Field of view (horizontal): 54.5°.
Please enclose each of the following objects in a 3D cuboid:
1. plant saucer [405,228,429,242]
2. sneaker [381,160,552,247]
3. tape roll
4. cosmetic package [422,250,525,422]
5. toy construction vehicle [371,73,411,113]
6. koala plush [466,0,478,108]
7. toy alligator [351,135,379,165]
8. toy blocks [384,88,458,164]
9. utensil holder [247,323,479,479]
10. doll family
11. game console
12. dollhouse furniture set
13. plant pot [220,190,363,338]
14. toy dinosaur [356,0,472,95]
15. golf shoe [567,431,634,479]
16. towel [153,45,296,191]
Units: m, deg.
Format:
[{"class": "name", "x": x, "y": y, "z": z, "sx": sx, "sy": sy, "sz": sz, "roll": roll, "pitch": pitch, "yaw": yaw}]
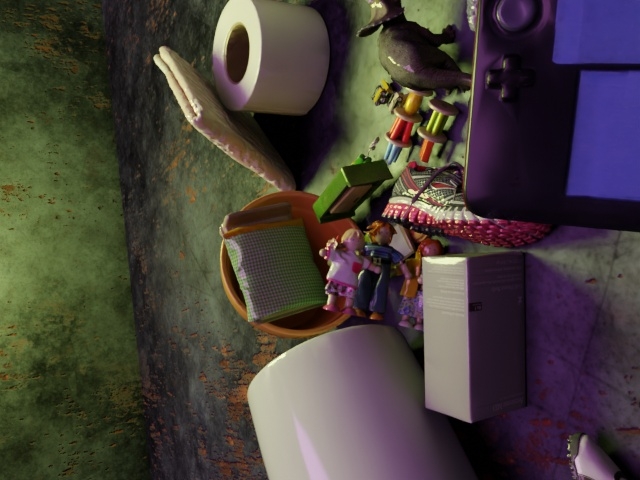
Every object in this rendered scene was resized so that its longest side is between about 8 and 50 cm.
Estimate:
[{"class": "plant saucer", "x": 0.169, "y": -0.038, "z": 1.111, "sx": 0.083, "sy": 0.013, "sz": 0.083, "roll": 9, "pitch": 101, "yaw": 57}, {"class": "sneaker", "x": 0.214, "y": -0.063, "z": 0.950, "sx": 0.299, "sy": 0.121, "sz": 0.112, "roll": 15, "pitch": 84, "yaw": 51}, {"class": "tape roll", "x": -0.114, "y": -0.404, "z": 1.375, "sx": 0.246, "sy": 0.169, "sz": 0.246, "roll": 9, "pitch": 101, "yaw": 56}, {"class": "cosmetic package", "x": 0.230, "y": 0.138, "z": 0.930, "sx": 0.107, "sy": 0.127, "sz": 0.237, "roll": -3, "pitch": 91, "yaw": 57}, {"class": "toy construction vehicle", "x": 0.139, "y": -0.274, "z": 1.127, "sx": 0.098, "sy": 0.035, "sz": 0.086, "roll": -63, "pitch": 32, "yaw": 34}, {"class": "koala plush", "x": 0.266, "y": -0.190, "z": 0.766, "sx": 0.203, "sy": 0.196, "sz": 0.221, "roll": 15, "pitch": 93, "yaw": 18}, {"class": "toy alligator", "x": 0.078, "y": -0.129, "z": 1.216, "sx": 0.051, "sy": 0.056, "sz": 0.190, "roll": 39, "pitch": 138, "yaw": -5}, {"class": "toy blocks", "x": 0.164, "y": -0.181, "z": 1.071, "sx": 0.123, "sy": 0.054, "sz": 0.148, "roll": 51, "pitch": 135, "yaw": 40}, {"class": "utensil holder", "x": 0.080, "y": 0.377, "z": 1.012, "sx": 0.327, "sy": 0.328, "sz": 0.385, "roll": -58, "pitch": 44, "yaw": 42}, {"class": "doll family", "x": 0.121, "y": 0.055, "z": 1.035, "sx": 0.118, "sy": 0.263, "sz": 0.163, "roll": 147, "pitch": 136, "yaw": -84}, {"class": "game console", "x": 0.346, "y": -0.174, "z": 0.607, "sx": 0.387, "sy": 0.060, "sz": 0.341, "roll": 7, "pitch": 99, "yaw": 22}, {"class": "dollhouse furniture set", "x": 0.000, "y": 0.000, "z": 1.084, "sx": 0.151, "sy": 0.302, "sz": 0.197, "roll": -45, "pitch": 64, "yaw": 55}, {"class": "plant pot", "x": -0.067, "y": 0.070, "z": 1.267, "sx": 0.203, "sy": 0.291, "sz": 0.290, "roll": 126, "pitch": 133, "yaw": -65}, {"class": "toy dinosaur", "x": 0.149, "y": -0.283, "z": 0.975, "sx": 0.121, "sy": 0.160, "sz": 0.313, "roll": -58, "pitch": 38, "yaw": 44}, {"class": "golf shoe", "x": 0.386, "y": 0.322, "z": 0.764, "sx": 0.094, "sy": 0.077, "sz": 0.198, "roll": -44, "pitch": 63, "yaw": 37}, {"class": "towel", "x": -0.216, "y": -0.271, "z": 1.423, "sx": 0.053, "sy": 0.332, "sz": 0.317, "roll": -43, "pitch": 50, "yaw": 12}]
